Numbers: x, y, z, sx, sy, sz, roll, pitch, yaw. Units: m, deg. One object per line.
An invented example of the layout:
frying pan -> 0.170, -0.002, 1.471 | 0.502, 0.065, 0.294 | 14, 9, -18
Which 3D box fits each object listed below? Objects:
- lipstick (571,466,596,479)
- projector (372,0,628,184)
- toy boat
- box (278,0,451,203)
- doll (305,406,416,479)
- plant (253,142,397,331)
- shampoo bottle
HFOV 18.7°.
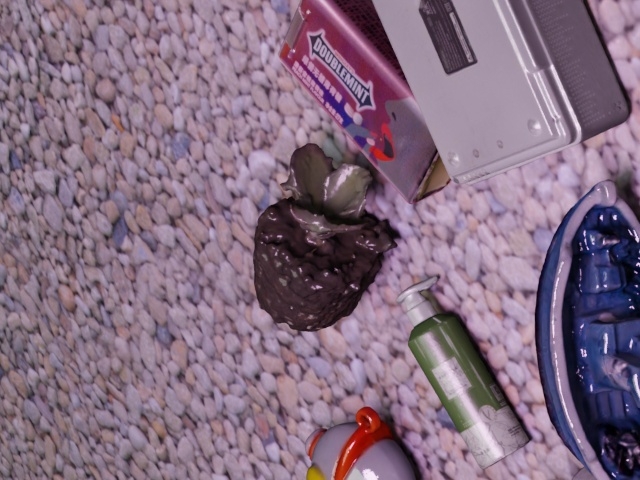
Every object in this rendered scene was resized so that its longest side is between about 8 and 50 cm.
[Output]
lipstick -> 0.355, 0.249, 1.810 | 0.253, 0.077, 0.079 | -1, 110, 48
projector -> 0.152, -0.193, 1.796 | 0.192, 0.099, 0.256 | -21, 93, 54
toy boat -> 0.273, 0.097, 1.775 | 0.142, 0.129, 0.309 | -176, 78, -66
box -> 0.057, -0.154, 1.966 | 0.224, 0.069, 0.120 | 49, 141, 22
doll -> 0.043, 0.323, 2.229 | 0.200, 0.105, 0.336 | 37, 136, 34
plant -> 0.000, 0.000, 2.075 | 0.142, 0.131, 0.203 | 52, 152, 21
shampoo bottle -> 0.144, 0.137, 2.034 | 0.204, 0.065, 0.065 | 60, 144, 9
